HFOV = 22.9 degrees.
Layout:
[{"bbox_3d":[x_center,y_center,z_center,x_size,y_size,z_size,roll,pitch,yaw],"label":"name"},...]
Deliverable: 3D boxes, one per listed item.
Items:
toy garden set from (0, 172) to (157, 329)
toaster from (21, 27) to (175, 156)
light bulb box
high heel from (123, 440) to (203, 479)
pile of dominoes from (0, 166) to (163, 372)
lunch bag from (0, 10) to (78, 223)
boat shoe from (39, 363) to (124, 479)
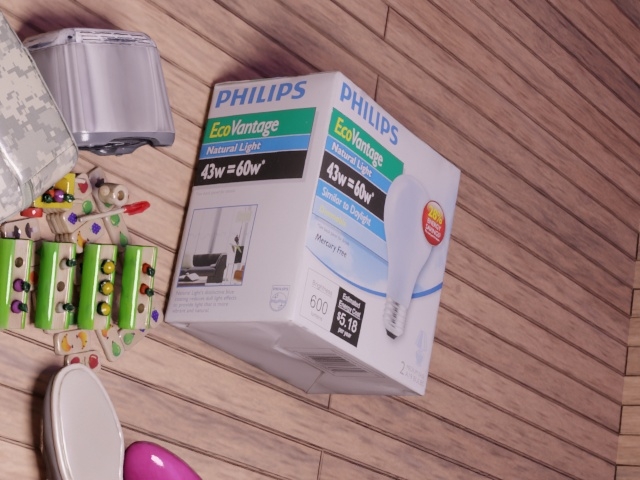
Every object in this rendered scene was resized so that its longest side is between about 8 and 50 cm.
[{"bbox_3d":[-0.284,0.010,1.939,0.244,0.049,0.203,3,94,-49],"label":"toy garden set"},{"bbox_3d":[-0.285,-0.180,1.949,0.227,0.129,0.146,-5,88,-52],"label":"toaster"},{"bbox_3d":[0.000,0.000,2.235,0.358,0.225,0.361,32,62,-50],"label":"light bulb box"},{"bbox_3d":[-0.189,0.440,2.017,0.377,0.127,0.181,68,29,-29],"label":"high heel"},{"bbox_3d":[-0.287,0.042,1.998,0.196,0.040,0.251,-45,122,-46],"label":"pile of dominoes"},{"bbox_3d":[-0.445,-0.127,1.649,0.256,0.213,0.305,-48,122,-42],"label":"lunch bag"},{"bbox_3d":[-0.290,0.316,1.946,0.112,0.096,0.335,-27,104,-49],"label":"boat shoe"}]
